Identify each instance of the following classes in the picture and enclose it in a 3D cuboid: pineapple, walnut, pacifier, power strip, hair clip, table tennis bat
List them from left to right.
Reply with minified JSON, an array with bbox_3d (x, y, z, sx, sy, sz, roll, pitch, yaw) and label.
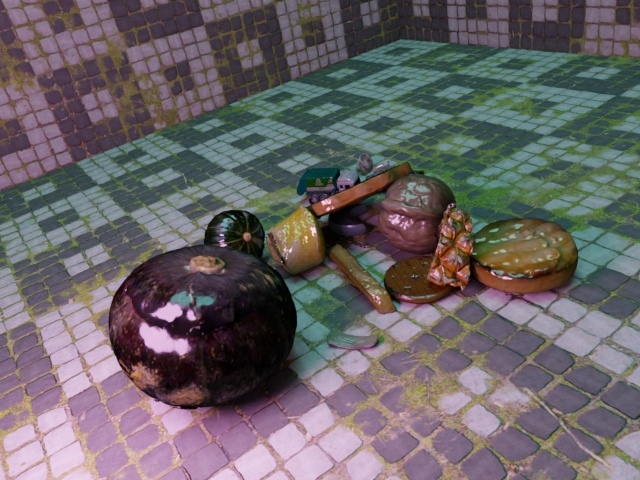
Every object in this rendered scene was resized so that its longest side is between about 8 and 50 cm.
[{"bbox_3d":[0.000,0.000,1.929,0.234,0.022,0.131,-28,34,-27],"label":"table tennis bat"},{"bbox_3d":[0.095,-0.078,1.981,0.137,0.044,0.216,-6,26,6],"label":"power strip"},{"bbox_3d":[0.083,0.258,1.463,0.137,0.022,0.054,1,32,22],"label":"hair clip"},{"bbox_3d":[0.176,-0.319,2.351,0.078,0.081,0.099,-23,16,45],"label":"pacifier"},{"bbox_3d":[0.302,-0.081,1.736,0.248,0.248,0.248,-10,31,6],"label":"walnut"},{"bbox_3d":[0.368,0.022,1.572,0.115,0.186,0.236,15,74,4],"label":"pineapple"}]

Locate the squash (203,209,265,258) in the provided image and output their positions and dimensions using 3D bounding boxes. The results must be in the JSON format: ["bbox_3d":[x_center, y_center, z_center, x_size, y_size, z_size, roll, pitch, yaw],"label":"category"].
[{"bbox_3d":[-0.281,0.002,1.849,0.218,0.218,0.172,-32,3,-30],"label":"squash"}]

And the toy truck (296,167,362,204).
[{"bbox_3d":[0.033,-0.210,2.169,0.253,0.124,0.114,0,35,24],"label":"toy truck"}]

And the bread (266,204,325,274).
[{"bbox_3d":[-0.072,0.001,1.782,0.171,0.197,0.197,-28,33,-13],"label":"bread"}]

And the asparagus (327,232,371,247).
[{"bbox_3d":[0.094,0.003,1.877,0.163,0.016,0.016,19,50,28],"label":"asparagus"}]

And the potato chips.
[{"bbox_3d":[0.099,0.091,1.686,0.057,0.080,0.407,-30,33,-9],"label":"potato chips"}]

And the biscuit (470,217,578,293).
[{"bbox_3d":[0.557,0.045,1.563,0.296,0.102,0.296,-9,33,6],"label":"biscuit"}]

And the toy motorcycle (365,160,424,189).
[{"bbox_3d":[0.290,-0.251,2.165,0.229,0.094,0.129,0,31,12],"label":"toy motorcycle"}]

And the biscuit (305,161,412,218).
[{"bbox_3d":[0.123,-0.159,1.902,0.385,0.062,0.365,-25,4,-13],"label":"biscuit"}]

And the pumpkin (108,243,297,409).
[{"bbox_3d":[-0.285,0.202,1.384,0.455,0.344,0.454,3,24,-2],"label":"pumpkin"}]

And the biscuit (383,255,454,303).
[{"bbox_3d":[0.284,0.113,1.613,0.212,0.036,0.212,-8,32,5],"label":"biscuit"}]
